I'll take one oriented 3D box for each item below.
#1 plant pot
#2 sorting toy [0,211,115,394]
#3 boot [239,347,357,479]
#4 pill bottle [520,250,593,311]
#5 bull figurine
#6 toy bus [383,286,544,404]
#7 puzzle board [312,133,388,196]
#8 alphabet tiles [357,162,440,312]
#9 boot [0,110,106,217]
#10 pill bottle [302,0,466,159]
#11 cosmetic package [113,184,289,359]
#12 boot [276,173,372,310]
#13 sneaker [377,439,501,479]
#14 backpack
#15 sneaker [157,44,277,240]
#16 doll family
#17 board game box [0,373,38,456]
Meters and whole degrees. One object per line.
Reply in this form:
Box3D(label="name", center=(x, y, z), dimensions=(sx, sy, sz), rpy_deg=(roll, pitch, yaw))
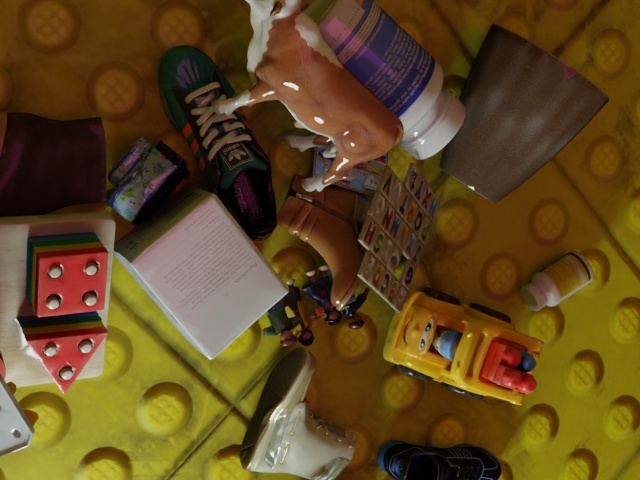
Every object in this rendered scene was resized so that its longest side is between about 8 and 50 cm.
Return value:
Box3D(label="plant pot", center=(0.295, -0.181, 1.606), dimensions=(0.215, 0.215, 0.230), rpy_deg=(29, 100, -23))
Box3D(label="sorting toy", center=(-0.397, 0.101, 1.348), dimensions=(0.257, 0.089, 0.255), rpy_deg=(-5, 120, -28))
Box3D(label="boot", center=(-0.013, 0.276, 1.585), dimensions=(0.165, 0.077, 0.213), rpy_deg=(19, 104, -24))
Box3D(label="pill bottle", center=(0.400, 0.072, 1.741), dimensions=(0.116, 0.065, 0.065), rpy_deg=(-30, 107, -17))
Box3D(label="bull figurine", center=(-0.026, -0.206, 1.406), dimensions=(0.188, 0.101, 0.310), rpy_deg=(-32, 117, 30))
Box3D(label="toy bus", center=(0.239, 0.178, 1.613), dimensions=(0.220, 0.211, 0.149), rpy_deg=(21, 91, -22))
Box3D(label="puzzle board", center=(0.049, -0.122, 1.576), dimensions=(0.128, 0.011, 0.096), rpy_deg=(15, 62, -23))
Box3D(label="alphabet tiles", center=(0.117, -0.014, 1.548), dimensions=(0.198, 0.009, 0.237), rpy_deg=(-69, 153, -12))
Box3D(label="boot", center=(-0.391, -0.049, 1.388), dimensions=(0.206, 0.090, 0.248), rpy_deg=(-2, 100, -24))
Box3D(label="pill bottle", center=(0.085, -0.244, 1.522), dimensions=(0.272, 0.152, 0.152), rpy_deg=(40, 82, -21))
Box3D(label="cosmetic package", center=(-0.172, 0.041, 1.456), dimensions=(0.151, 0.151, 0.184), rpy_deg=(-41, 109, -12))
Box3D(label="boot", center=(0.000, 0.000, 1.535), dimensions=(0.152, 0.073, 0.197), rpy_deg=(23, 55, -9))
Box3D(label="sneaker", center=(0.211, 0.380, 1.692), dimensions=(0.232, 0.090, 0.081), rpy_deg=(9, 94, -23))
Box3D(label="backpack", center=(-0.249, -0.083, 1.437), dimensions=(0.084, 0.105, 0.114), rpy_deg=(38, 82, 0))
Box3D(label="sneaker", center=(-0.133, -0.140, 1.463), dimensions=(0.108, 0.121, 0.302), rpy_deg=(-29, 106, -15))
Box3D(label="doll family", center=(-0.006, 0.104, 1.573), dimensions=(0.193, 0.076, 0.111), rpy_deg=(-22, 86, -13))
Box3D(label="board game box", center=(-0.600, 0.143, 1.258), dimensions=(0.390, 0.050, 0.390), rpy_deg=(-22, 107, 12))
